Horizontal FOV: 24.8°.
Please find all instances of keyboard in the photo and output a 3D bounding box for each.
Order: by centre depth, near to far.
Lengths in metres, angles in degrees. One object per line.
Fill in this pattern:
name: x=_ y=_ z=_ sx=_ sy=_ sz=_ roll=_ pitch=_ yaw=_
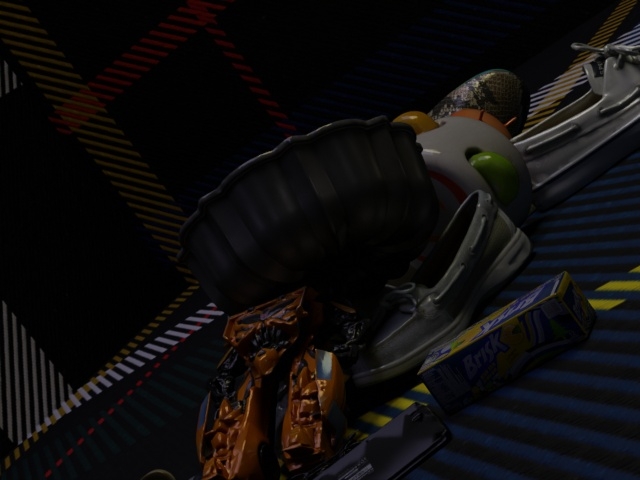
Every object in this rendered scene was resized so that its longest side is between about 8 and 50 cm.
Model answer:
keyboard: x=0.039 y=0.228 z=1.384 sx=0.192 sy=0.038 sz=0.100 roll=-36 pitch=29 yaw=-1

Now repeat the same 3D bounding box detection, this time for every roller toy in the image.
roller toy: x=0.175 y=-0.062 z=1.934 sx=0.209 sy=0.191 sz=0.146 roll=19 pitch=37 yaw=25

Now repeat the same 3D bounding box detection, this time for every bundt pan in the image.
bundt pan: x=0.000 y=0.000 z=1.748 sx=0.330 sy=0.124 sz=0.331 roll=-23 pitch=-22 yaw=-10

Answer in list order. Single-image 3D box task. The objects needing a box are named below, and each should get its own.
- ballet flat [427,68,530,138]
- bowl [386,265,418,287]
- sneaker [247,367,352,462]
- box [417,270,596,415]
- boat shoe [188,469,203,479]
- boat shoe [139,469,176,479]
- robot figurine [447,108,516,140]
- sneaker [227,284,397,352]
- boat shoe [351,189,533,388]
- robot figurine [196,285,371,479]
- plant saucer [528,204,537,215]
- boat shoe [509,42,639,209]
ballet flat: x=0.180 y=-0.096 z=2.506 sx=0.483 sy=0.164 sz=0.182 roll=-38 pitch=26 yaw=38
bowl: x=0.094 y=0.060 z=2.134 sx=0.142 sy=0.053 sz=0.142 roll=-40 pitch=6 yaw=-11
sneaker: x=-0.040 y=0.179 z=1.725 sx=0.103 sy=0.111 sz=0.252 roll=-37 pitch=9 yaw=-2
box: x=0.178 y=0.099 z=1.394 sx=0.169 sy=0.054 sz=0.059 roll=-33 pitch=8 yaw=28
boat shoe: x=-0.109 y=0.275 z=1.625 sx=0.083 sy=0.065 sz=0.183 roll=-39 pitch=5 yaw=-5
boat shoe: x=-0.197 y=0.320 z=1.641 sx=0.048 sy=0.056 sz=0.153 roll=-36 pitch=-33 yaw=-70
robot figurine: x=0.216 y=-0.111 z=2.250 sx=0.219 sy=0.158 sz=0.128 roll=-55 pitch=8 yaw=26
sneaker: x=0.000 y=0.126 z=2.013 sx=0.135 sy=0.150 sz=0.366 roll=7 pitch=-5 yaw=-35
boat shoe: x=0.131 y=0.059 z=1.713 sx=0.320 sy=0.103 sz=0.118 roll=-41 pitch=7 yaw=-34
robot figurine: x=-0.046 y=0.161 z=1.582 sx=0.211 sy=0.085 sz=0.291 roll=-23 pitch=34 yaw=18
plant saucer: x=0.242 y=-0.037 z=2.116 sx=0.241 sy=0.037 sz=0.241 roll=-36 pitch=7 yaw=5
boat shoe: x=0.397 y=-0.209 z=1.959 sx=0.367 sy=0.156 sz=0.136 roll=-36 pitch=7 yaw=10
